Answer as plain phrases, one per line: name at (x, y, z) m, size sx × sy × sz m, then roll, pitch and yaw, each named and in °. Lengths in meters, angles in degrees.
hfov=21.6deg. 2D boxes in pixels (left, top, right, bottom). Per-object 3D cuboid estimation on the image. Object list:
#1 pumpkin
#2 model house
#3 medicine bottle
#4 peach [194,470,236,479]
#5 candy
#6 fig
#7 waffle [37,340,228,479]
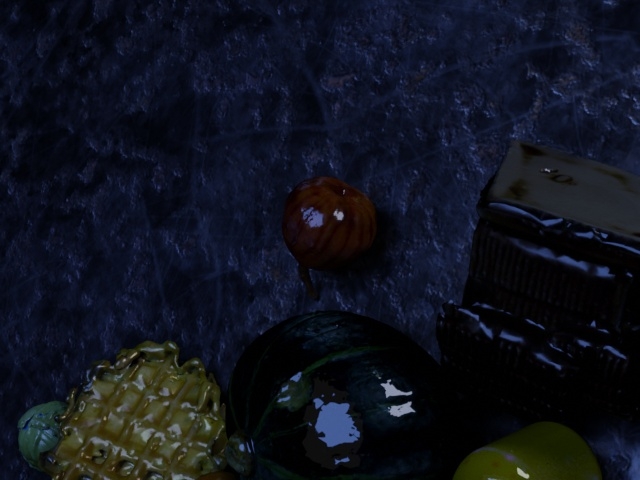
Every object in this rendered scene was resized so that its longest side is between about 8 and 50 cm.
pumpkin at (0.010, 0.225, 1.880) m, size 0.315 × 0.239 × 0.315 m, roll 29°, pitch 124°, yaw 56°
model house at (0.281, 0.077, 1.837) m, size 0.317 × 0.297 × 0.282 m, roll 18°, pitch 112°, yaw 25°
medicine bottle at (0.189, 0.275, 1.759) m, size 0.122 × 0.212 × 0.121 m, roll 17°, pitch 114°, yaw 43°
peach at (-0.116, 0.350, 2.013) m, size 0.138 × 0.138 × 0.138 m, roll -16°, pitch 60°, yaw 30°
candy at (-0.269, 0.299, 2.195) m, size 0.336 × 0.092 × 0.093 m, roll 22°, pitch 45°, yaw 33°
fig at (0.008, -0.015, 2.116) m, size 0.128 × 0.150 × 0.128 m, roll 5°, pitch 60°, yaw -8°
waffle at (-0.241, 0.262, 2.140) m, size 0.262 × 0.060 × 0.280 m, roll -22°, pitch 58°, yaw 0°
